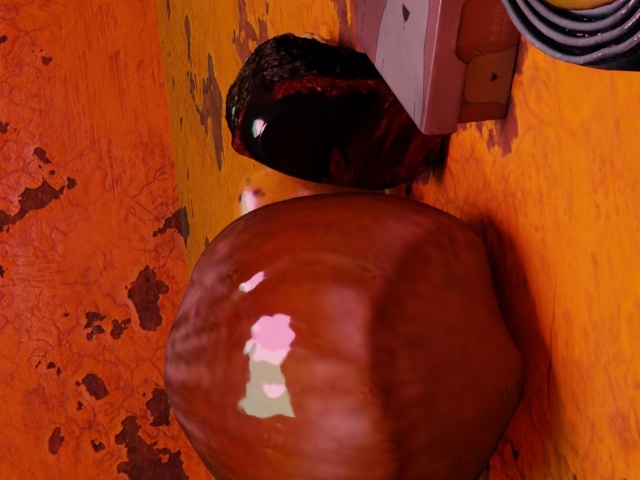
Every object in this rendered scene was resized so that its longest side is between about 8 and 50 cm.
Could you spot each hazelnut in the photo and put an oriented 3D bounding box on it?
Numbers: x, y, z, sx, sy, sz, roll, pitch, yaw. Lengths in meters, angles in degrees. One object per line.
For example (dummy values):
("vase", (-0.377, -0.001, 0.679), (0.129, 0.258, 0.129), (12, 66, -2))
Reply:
("hazelnut", (0.019, 0.123, 1.079), (0.315, 0.372, 0.372), (-14, -82, -69))

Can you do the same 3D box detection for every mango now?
("mango", (0.000, 0.000, 1.281), (0.160, 0.191, 0.290), (29, 165, 39))

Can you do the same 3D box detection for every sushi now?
("sushi", (0.014, -0.133, 1.157), (0.126, 0.225, 0.136), (-121, 38, -53))

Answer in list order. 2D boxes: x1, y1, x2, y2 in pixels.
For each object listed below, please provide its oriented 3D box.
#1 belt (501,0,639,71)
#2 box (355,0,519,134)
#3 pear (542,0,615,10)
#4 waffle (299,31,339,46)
("belt", (0.187, -0.223, 0.698), (0.267, 0.116, 0.206), (-118, 34, -48))
("box", (0.110, -0.243, 1.031), (0.215, 0.086, 0.215), (-117, 25, -51))
("pear", (0.111, -0.331, 0.558), (0.340, 0.191, 0.386), (-28, 55, 47))
("waffle", (0.001, -0.140, 1.513), (0.309, 0.065, 0.283), (161, 103, -78))
